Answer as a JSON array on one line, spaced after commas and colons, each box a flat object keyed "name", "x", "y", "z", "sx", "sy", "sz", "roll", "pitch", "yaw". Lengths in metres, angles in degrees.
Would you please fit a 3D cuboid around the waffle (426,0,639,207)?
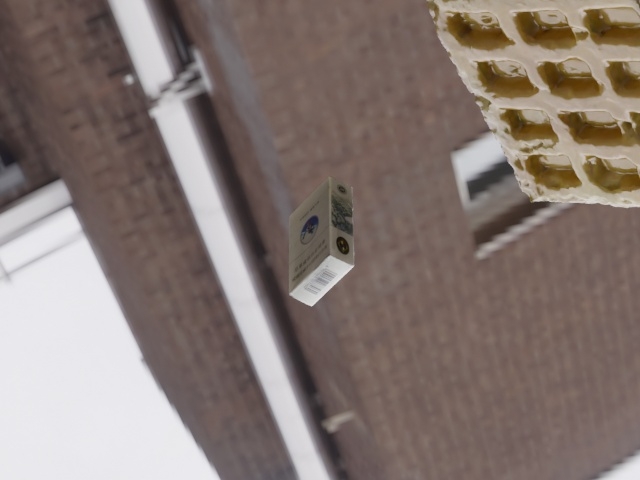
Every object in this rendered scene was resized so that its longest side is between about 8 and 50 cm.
[{"name": "waffle", "x": 0.221, "y": -0.126, "z": 1.519, "sx": 0.221, "sy": 0.248, "sz": 0.055, "roll": 7, "pitch": -131, "yaw": 44}]

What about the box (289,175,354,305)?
[{"name": "box", "x": 0.000, "y": 0.000, "z": 1.348, "sx": 0.054, "sy": 0.024, "sz": 0.083, "roll": -46, "pitch": -150, "yaw": 36}]
